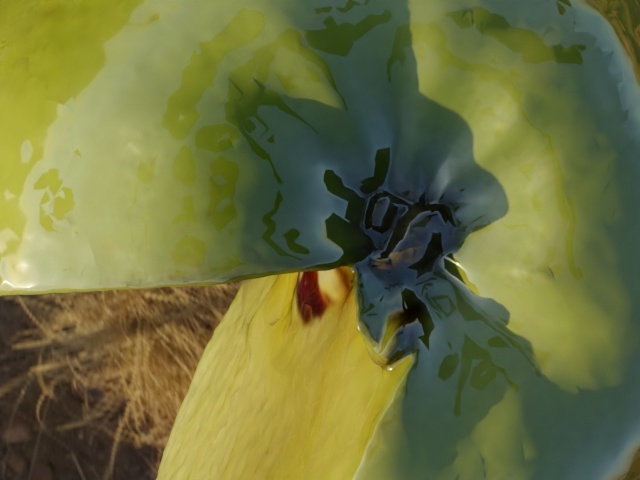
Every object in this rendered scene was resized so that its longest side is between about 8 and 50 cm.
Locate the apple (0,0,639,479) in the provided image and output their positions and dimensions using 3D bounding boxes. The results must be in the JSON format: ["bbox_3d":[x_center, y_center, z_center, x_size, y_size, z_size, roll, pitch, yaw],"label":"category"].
[{"bbox_3d":[0.000,0.000,0.458,0.292,0.254,0.292,0,92,-13],"label":"apple"}]
